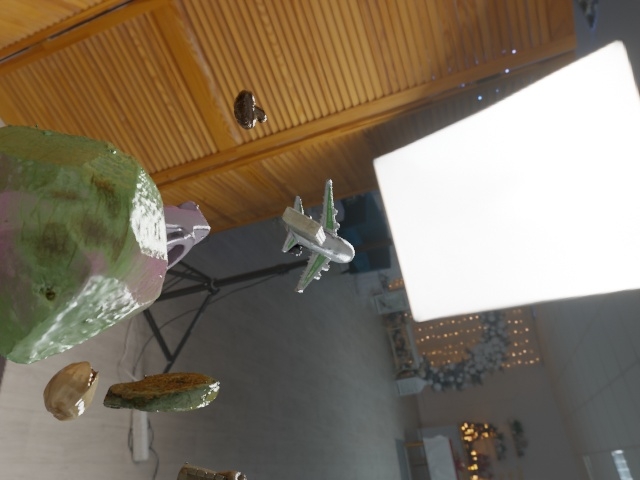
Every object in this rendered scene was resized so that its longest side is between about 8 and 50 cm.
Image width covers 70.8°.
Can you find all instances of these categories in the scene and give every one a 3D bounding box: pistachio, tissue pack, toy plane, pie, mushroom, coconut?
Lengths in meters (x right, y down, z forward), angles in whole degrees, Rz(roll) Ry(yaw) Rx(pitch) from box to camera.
[{"bbox_3d":[-0.820,0.492,1.496,0.229,0.157,0.157,-109,178,-70],"label":"pistachio"},{"bbox_3d":[-0.022,-0.018,0.647,0.023,0.056,0.108,-59,172,-4],"label":"tissue pack"},{"bbox_3d":[-0.004,-0.001,0.999,0.255,0.101,0.251,31,72,-54],"label":"toy plane"},{"bbox_3d":[-0.420,0.410,1.221,0.302,0.302,0.067,17,70,-72],"label":"pie"},{"bbox_3d":[-0.219,-0.389,1.346,0.109,0.085,0.126,55,11,-21],"label":"mushroom"},{"bbox_3d":[-0.272,0.005,0.442,0.236,0.204,0.236,-19,90,-74],"label":"coconut"}]

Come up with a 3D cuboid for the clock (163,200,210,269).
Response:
[{"bbox_3d":[-0.442,0.028,1.050,0.113,0.322,0.295,56,11,7],"label":"clock"}]

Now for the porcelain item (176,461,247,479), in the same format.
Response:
[{"bbox_3d":[-0.170,0.482,0.873,0.054,0.213,0.084,-69,157,-52],"label":"porcelain item"}]
